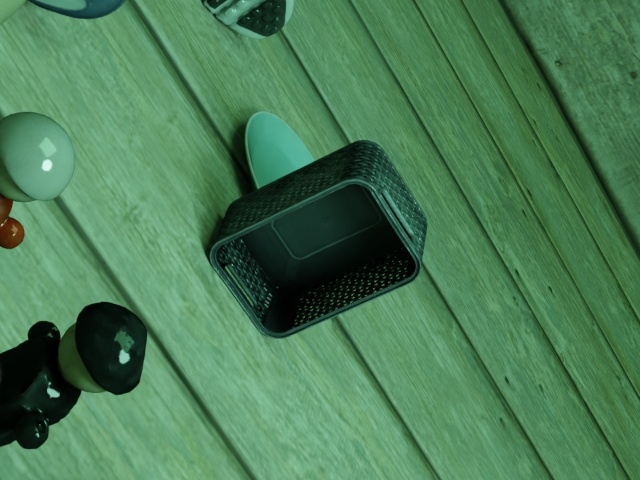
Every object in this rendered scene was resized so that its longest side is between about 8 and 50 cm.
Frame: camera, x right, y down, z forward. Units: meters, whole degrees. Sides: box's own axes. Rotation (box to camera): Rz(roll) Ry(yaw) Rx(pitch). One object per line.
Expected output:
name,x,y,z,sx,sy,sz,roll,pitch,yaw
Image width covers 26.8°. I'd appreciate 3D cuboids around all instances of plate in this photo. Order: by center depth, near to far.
plate,-0.036,-0.052,1.469,0.188,0.024,0.188,47,28,-36

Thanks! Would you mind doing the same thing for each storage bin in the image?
storage bin,0.000,0.000,1.283,0.122,0.180,0.084,56,24,-22

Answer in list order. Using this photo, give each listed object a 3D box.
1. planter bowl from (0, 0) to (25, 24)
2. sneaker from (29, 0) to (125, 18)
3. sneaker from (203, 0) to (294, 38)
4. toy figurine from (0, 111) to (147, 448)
planter bowl,-0.278,-0.192,0.923,0.162,0.162,0.109,45,57,-41
sneaker,-0.259,-0.256,1.032,0.319,0.112,0.131,35,16,-39
sneaker,-0.122,-0.362,1.504,0.292,0.110,0.118,56,15,-22
toy figurine,-0.222,0.025,0.799,0.209,0.148,0.213,4,64,-66
